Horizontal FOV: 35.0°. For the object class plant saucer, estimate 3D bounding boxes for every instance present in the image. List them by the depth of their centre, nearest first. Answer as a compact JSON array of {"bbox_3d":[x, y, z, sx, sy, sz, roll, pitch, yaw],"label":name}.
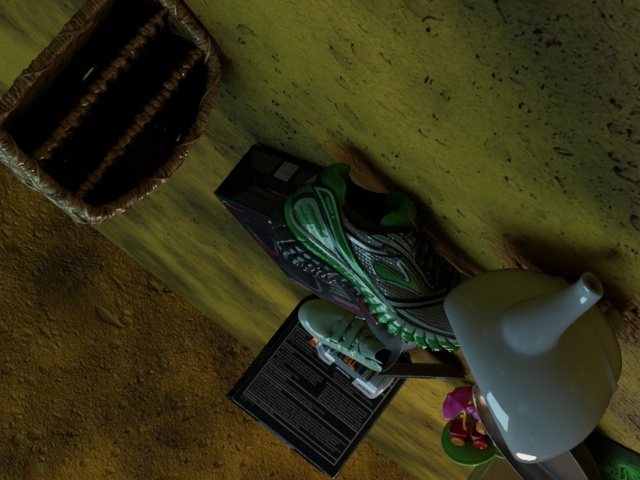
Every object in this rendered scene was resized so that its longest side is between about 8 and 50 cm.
[{"bbox_3d":[0.390,0.362,1.796,0.310,0.050,0.310,47,162,21],"label":"plant saucer"},{"bbox_3d":[0.195,0.251,1.956,0.169,0.029,0.168,1,172,0],"label":"plant saucer"}]

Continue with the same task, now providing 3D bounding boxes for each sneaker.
[{"bbox_3d":[0.108,0.027,1.369,0.344,0.134,0.146,32,127,-13],"label":"sneaker"},{"bbox_3d":[0.078,0.194,2.075,0.256,0.094,0.151,29,173,-4],"label":"sneaker"}]

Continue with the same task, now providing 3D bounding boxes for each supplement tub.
[{"bbox_3d":[0.073,0.244,2.207,0.190,0.117,0.117,38,166,-3],"label":"supplement tub"}]

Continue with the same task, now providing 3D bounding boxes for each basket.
[{"bbox_3d":[-0.264,-0.171,1.334,0.213,0.299,0.223,40,167,-7],"label":"basket"}]

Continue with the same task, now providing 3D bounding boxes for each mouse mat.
[{"bbox_3d":[0.519,0.403,1.694,0.190,0.007,0.152,23,138,45],"label":"mouse mat"}]

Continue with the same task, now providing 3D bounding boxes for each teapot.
[{"bbox_3d":[0.275,0.133,1.219,0.252,0.187,0.256,63,-174,-17],"label":"teapot"}]

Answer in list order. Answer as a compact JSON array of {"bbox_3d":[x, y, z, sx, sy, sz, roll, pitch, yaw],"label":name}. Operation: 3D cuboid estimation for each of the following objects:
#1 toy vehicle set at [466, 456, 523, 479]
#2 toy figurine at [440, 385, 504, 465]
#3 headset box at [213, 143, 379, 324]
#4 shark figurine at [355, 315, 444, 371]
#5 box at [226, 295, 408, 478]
[{"bbox_3d":[0.436,0.550,2.164,0.267,0.166,0.035,43,166,-16],"label":"toy vehicle set"},{"bbox_3d":[0.310,0.358,2.026,0.173,0.130,0.159,6,142,26],"label":"toy figurine"},{"bbox_3d":[0.000,0.000,1.614,0.218,0.110,0.293,24,161,43],"label":"headset box"},{"bbox_3d":[0.136,0.181,1.858,0.166,0.116,0.278,34,168,11],"label":"shark figurine"},{"bbox_3d":[-0.008,0.334,2.331,0.296,0.294,0.183,39,169,-3],"label":"box"}]
